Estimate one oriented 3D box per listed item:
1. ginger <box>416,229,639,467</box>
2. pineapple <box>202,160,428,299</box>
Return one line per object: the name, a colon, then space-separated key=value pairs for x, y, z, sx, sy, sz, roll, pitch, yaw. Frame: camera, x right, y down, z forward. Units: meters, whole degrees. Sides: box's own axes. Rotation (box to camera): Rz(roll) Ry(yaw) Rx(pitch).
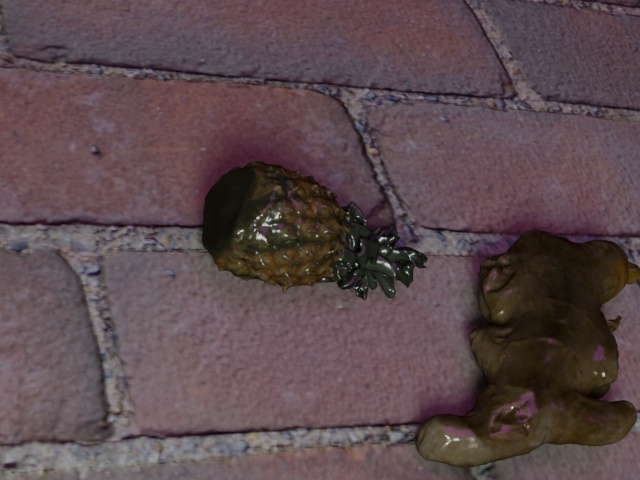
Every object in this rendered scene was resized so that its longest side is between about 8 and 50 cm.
ginger: x=0.203 y=0.086 z=1.120 sx=0.166 sy=0.080 sz=0.333 roll=19 pitch=38 yaw=8
pineapple: x=0.000 y=0.000 z=1.096 sx=0.198 sy=0.108 sz=0.108 roll=16 pitch=42 yaw=-30
